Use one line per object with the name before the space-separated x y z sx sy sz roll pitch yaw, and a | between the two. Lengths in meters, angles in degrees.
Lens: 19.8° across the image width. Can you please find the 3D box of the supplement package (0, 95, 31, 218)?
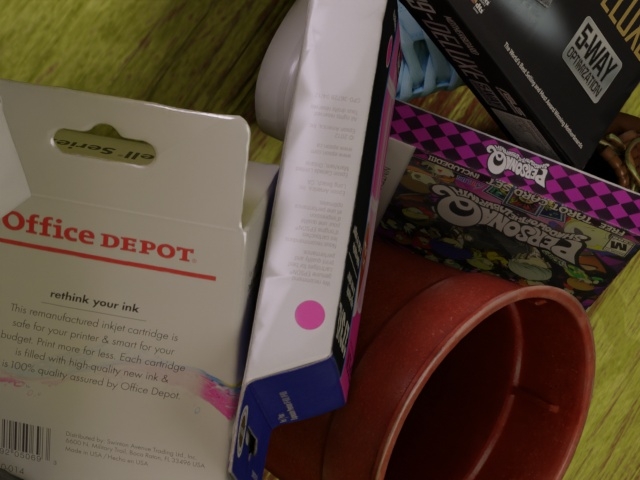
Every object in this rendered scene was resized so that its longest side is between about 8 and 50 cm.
supplement package | -0.344 -0.042 1.037 0.293 0.175 0.177 -38 135 -30

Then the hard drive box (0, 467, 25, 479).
hard drive box | -0.313 0.246 1.239 0.089 0.181 0.232 -139 -106 -83

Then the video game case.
video game case | 0.140 -0.020 1.522 0.210 0.232 0.042 114 -3 -67

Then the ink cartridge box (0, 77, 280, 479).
ink cartridge box | -0.142 0.044 1.286 0.119 0.207 0.353 -63 162 -63

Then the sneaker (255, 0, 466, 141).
sneaker | 0.108 -0.180 1.514 0.366 0.150 0.135 -37 135 -30

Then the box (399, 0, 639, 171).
box | 0.171 -0.239 1.398 0.242 0.076 0.307 -54 132 -12

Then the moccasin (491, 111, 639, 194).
moccasin | 0.245 -0.052 1.754 0.380 0.147 0.139 -2 112 -49

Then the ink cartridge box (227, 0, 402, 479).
ink cartridge box | 0.000 0.000 1.306 0.176 0.069 0.371 76 25 -74

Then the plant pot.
plant pot | 0.040 0.113 1.512 0.272 0.265 0.272 -27 131 -37
